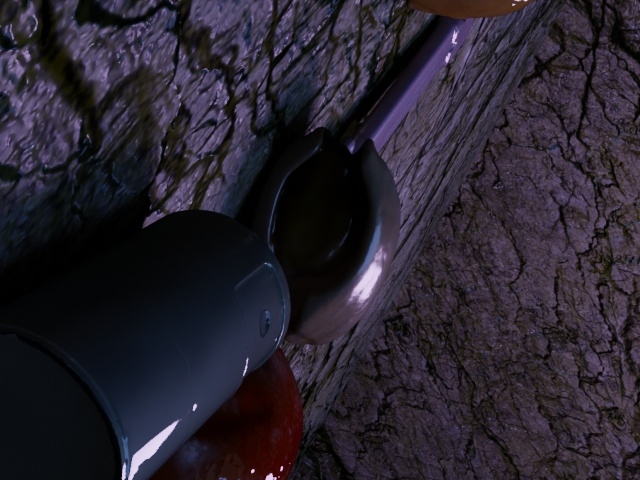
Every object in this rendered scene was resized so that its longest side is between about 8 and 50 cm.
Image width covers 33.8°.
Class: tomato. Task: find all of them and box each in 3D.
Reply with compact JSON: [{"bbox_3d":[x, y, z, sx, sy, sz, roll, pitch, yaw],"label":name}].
[{"bbox_3d":[-0.116,0.234,0.956,0.338,0.143,0.338,-54,-178,3],"label":"tomato"}]

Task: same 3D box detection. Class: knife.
[{"bbox_3d":[0.080,-0.153,1.173,0.399,0.038,0.132,-52,169,-31],"label":"knife"}]

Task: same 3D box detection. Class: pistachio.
[{"bbox_3d":[0.000,0.000,0.982,0.238,0.137,0.153,106,-2,-45],"label":"pistachio"}]

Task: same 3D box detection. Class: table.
[{"bbox_3d":[-0.117,0.069,0.632,0.126,0.126,0.220,-61,171,26],"label":"table"}]

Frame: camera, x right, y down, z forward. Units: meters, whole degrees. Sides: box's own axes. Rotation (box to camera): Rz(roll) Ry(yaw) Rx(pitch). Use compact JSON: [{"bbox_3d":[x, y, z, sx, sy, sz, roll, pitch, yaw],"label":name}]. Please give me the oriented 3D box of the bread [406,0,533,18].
[{"bbox_3d":[0.173,-0.279,0.928,0.174,0.133,0.251,-56,170,-14],"label":"bread"}]
